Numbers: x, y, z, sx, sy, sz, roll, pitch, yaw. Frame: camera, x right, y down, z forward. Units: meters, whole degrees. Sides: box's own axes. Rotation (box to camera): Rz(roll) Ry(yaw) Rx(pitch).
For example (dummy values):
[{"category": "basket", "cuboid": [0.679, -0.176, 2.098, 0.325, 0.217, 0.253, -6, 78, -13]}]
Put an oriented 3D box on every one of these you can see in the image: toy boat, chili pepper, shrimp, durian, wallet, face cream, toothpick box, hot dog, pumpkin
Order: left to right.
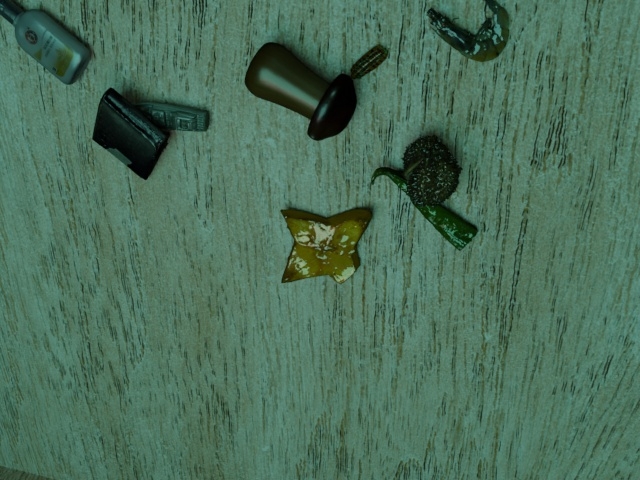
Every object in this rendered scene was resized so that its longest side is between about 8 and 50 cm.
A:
[{"category": "face cream", "cuboid": [-0.816, -0.595, 1.956, 0.291, 0.071, 0.144, 42, 120, -8]}, {"category": "wallet", "cuboid": [-0.578, -0.309, 2.009, 0.221, 0.071, 0.262, 37, 146, -8]}, {"category": "toy boat", "cuboid": [-0.458, -0.364, 1.975, 0.260, 0.085, 0.078, 10, 121, 10]}, {"category": "toothpick box", "cuboid": [-0.046, -0.400, 1.792, 0.294, 0.192, 0.192, 32, 121, 3]}, {"category": "pumpkin", "cuboid": [0.018, 0.019, 2.048, 0.290, 0.095, 0.259, 2, 114, 10]}, {"category": "hot dog", "cuboid": [0.127, -0.473, 1.786, 0.122, 0.037, 0.049, -37, 100, 27]}, {"category": "chili pepper", "cuboid": [0.295, -0.100, 1.920, 0.359, 0.076, 0.085, 36, 106, -11]}, {"category": "durian", "cuboid": [0.291, -0.190, 1.797, 0.166, 0.196, 0.196, -30, 109, -4]}, {"category": "shrimp", "cuboid": [0.376, -0.545, 1.677, 0.217, 0.051, 0.150, 28, 118, -10]}]
